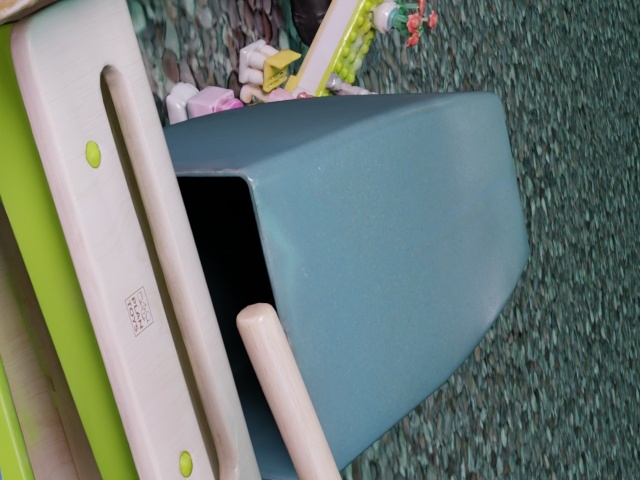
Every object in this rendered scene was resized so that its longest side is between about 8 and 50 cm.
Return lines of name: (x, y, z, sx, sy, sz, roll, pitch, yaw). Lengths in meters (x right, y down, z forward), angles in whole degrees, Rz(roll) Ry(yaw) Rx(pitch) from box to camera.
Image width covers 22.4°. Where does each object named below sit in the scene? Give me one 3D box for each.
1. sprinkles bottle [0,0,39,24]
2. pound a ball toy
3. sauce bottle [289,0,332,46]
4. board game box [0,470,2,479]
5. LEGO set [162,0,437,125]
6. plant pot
sprinkles bottle: (-0.106, -0.176, 0.705, 0.355, 0.121, 0.121, -62, 139, -71)
pound a ball toy: (-0.077, 0.043, 0.741, 0.136, 0.208, 0.319, -48, 126, -63)
sauce bottle: (-0.036, -0.293, 1.103, 0.111, 0.111, 0.344, -70, 143, -51)
board game box: (-0.208, 0.213, 0.463, 0.347, 0.078, 0.233, -22, 106, -62)
LEGO set: (0.020, -0.104, 1.060, 0.287, 0.107, 0.132, -46, 147, -36)
plant pot: (0.000, 0.000, 0.892, 0.234, 0.165, 0.165, -29, 113, -42)
